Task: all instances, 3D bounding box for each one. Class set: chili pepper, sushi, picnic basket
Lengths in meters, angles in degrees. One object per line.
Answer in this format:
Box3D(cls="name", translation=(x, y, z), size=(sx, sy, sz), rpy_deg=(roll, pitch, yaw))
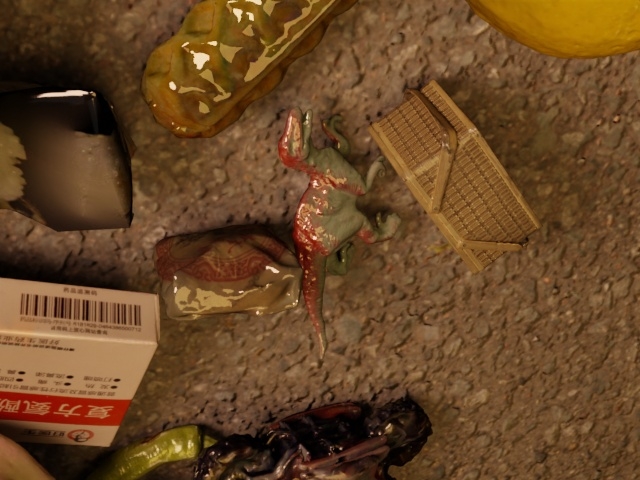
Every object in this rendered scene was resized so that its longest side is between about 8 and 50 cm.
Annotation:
Box3D(cls="chili pepper", translation=(-0.210, 0.247, 1.136), size=(0.208, 0.043, 0.049), rpy_deg=(-26, 162, 7))
Box3D(cls="sushi", translation=(-0.290, -0.089, 0.874), size=(0.273, 0.109, 0.134), rpy_deg=(0, 126, 1))
Box3D(cls="picnic basket", translation=(0.126, -0.059, 0.989), size=(0.079, 0.115, 0.164), rpy_deg=(-37, 124, 6))

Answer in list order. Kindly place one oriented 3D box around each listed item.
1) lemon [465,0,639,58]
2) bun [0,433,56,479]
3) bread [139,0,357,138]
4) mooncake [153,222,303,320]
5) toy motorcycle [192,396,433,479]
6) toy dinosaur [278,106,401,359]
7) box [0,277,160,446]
Box3D(cls="lemon", translation=(0.232, -0.272, 0.812), size=(0.320, 0.245, 0.245), rpy_deg=(-26, 125, -6))
Box3D(cls="bun", translation=(-0.351, 0.337, 0.949), size=(0.361, 0.213, 0.361), rpy_deg=(-1, 97, -11))
Box3D(cls="bread", translation=(-0.043, -0.190, 0.877), size=(0.269, 0.098, 0.087), rpy_deg=(-43, 81, 12))
Box3D(cls="mooncake", translation=(-0.088, 0.027, 0.978), size=(0.130, 0.125, 0.073), rpy_deg=(-9, 105, -13))
Box3D(cls="toy motorcycle", translation=(-0.064, 0.285, 1.127), size=(0.401, 0.134, 0.207), rpy_deg=(-7, 120, -30))
Box3D(cls="toy dinosaur", translation=(0.000, 0.000, 1.003), size=(0.167, 0.053, 0.242), rpy_deg=(4, 108, -47))
Box3D(cls="box", translation=(-0.342, 0.107, 0.949), size=(0.353, 0.069, 0.214), rpy_deg=(9, 142, -20))
